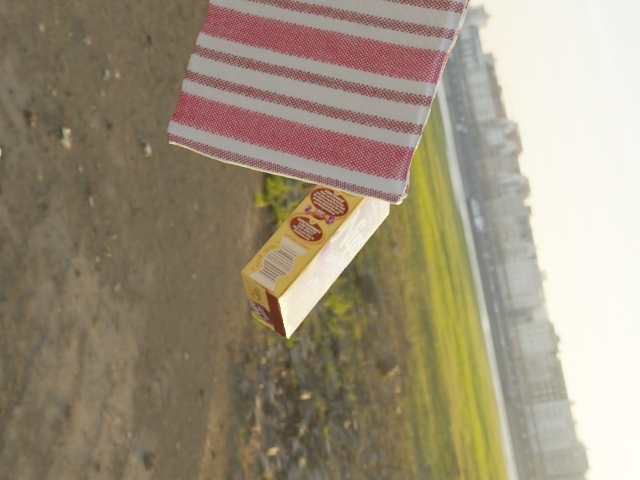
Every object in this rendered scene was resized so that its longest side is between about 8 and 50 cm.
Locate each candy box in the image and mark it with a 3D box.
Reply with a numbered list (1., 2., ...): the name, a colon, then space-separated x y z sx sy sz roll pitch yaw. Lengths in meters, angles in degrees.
1. candy box: 0.000 0.000 0.987 0.186 0.053 0.109 -52 162 -20

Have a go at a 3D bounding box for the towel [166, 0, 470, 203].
1. towel: 0.009 -0.126 0.527 0.197 0.144 0.029 -72 160 -4
